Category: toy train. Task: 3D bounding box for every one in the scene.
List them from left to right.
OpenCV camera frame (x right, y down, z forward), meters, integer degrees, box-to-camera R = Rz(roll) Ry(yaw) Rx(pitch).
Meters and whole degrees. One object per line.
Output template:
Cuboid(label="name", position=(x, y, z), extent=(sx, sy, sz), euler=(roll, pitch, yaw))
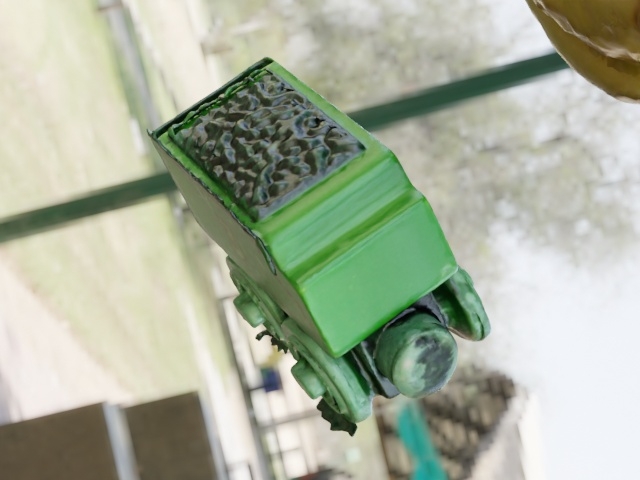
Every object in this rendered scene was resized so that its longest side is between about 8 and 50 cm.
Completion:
Cuboid(label="toy train", position=(0.000, 0.000, 1.179), extent=(0.243, 0.132, 0.188), euler=(43, -15, 51))

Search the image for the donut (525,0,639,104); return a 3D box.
Cuboid(label="donut", position=(0.245, -0.287, 1.021), extent=(0.449, 0.198, 0.449), euler=(-11, -104, 53))
